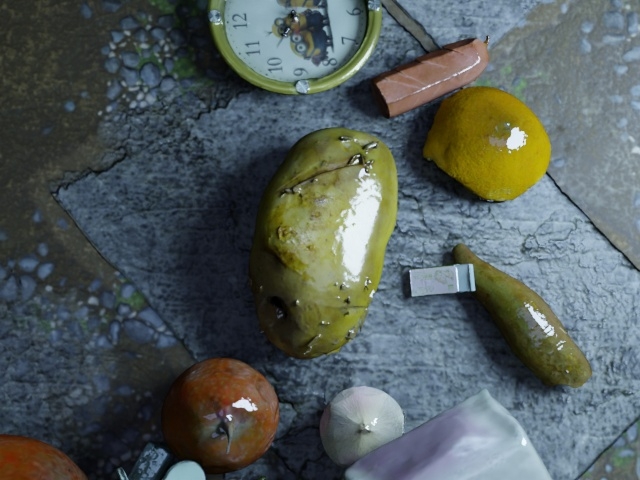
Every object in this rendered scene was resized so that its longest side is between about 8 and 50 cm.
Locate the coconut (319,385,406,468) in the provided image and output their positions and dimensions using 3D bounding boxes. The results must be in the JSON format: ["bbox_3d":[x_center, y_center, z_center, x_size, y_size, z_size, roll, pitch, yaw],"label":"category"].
[{"bbox_3d":[0.054,0.233,1.055,0.110,0.124,0.110,0,81,-1],"label":"coconut"}]

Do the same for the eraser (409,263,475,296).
[{"bbox_3d":[0.159,0.052,1.116,0.083,0.019,0.038,-6,83,28],"label":"eraser"}]

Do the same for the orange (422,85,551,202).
[{"bbox_3d":[0.225,-0.131,1.123,0.170,0.112,0.160,-6,82,-15],"label":"orange"}]

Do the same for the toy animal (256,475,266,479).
[{"bbox_3d":[-0.045,0.366,1.064,0.202,0.070,0.105,27,39,9],"label":"toy animal"}]

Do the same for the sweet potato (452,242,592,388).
[{"bbox_3d":[0.256,0.100,1.108,0.077,0.077,0.243,-42,88,-7],"label":"sweet potato"}]

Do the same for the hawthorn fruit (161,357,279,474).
[{"bbox_3d":[-0.111,0.206,1.032,0.149,0.189,0.149,12,62,-24],"label":"hawthorn fruit"}]

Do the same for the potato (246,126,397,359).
[{"bbox_3d":[0.000,0.000,1.075,0.173,0.140,0.300,16,81,-7],"label":"potato"}]

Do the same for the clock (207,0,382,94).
[{"bbox_3d":[-0.035,-0.300,1.154,0.237,0.057,0.237,0,81,-2],"label":"clock"}]

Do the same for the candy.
[{"bbox_3d":[0.200,0.370,0.992,0.208,0.145,0.358,-31,105,-5],"label":"candy"}]

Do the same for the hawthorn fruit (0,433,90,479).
[{"bbox_3d":[-0.397,0.325,0.994,0.262,0.210,0.210,7,82,18],"label":"hawthorn fruit"}]

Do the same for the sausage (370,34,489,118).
[{"bbox_3d":[0.154,-0.223,1.150,0.169,0.065,0.065,-24,85,-5],"label":"sausage"}]

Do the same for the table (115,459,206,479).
[{"bbox_3d":[-0.183,0.366,0.981,0.167,0.166,0.198,-19,106,-5],"label":"table"}]

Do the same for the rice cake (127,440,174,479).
[{"bbox_3d":[-0.263,0.362,1.065,0.042,0.045,0.245,33,83,1],"label":"rice cake"}]
